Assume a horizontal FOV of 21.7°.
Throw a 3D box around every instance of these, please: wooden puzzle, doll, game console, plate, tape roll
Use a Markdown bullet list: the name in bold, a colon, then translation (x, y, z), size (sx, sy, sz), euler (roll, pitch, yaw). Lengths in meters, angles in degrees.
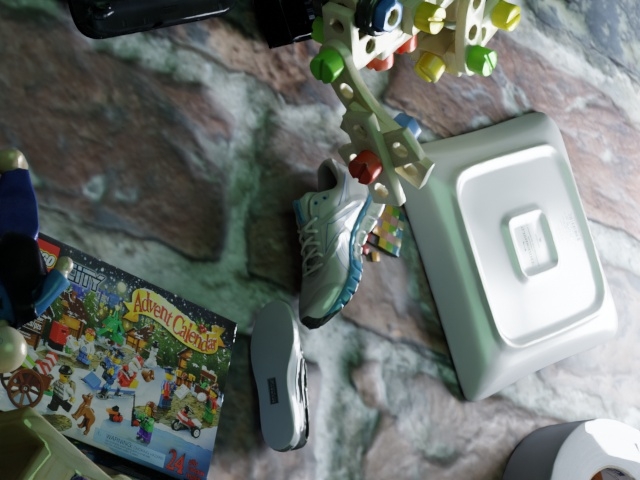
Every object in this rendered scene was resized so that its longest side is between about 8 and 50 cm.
- **wooden puzzle**: translation (0.066, -0.014, 1.721), size (0.049, 0.006, 0.083), euler (29, 60, -33)
- **doll**: translation (-0.264, 0.022, 1.348), size (0.046, 0.129, 0.189), euler (67, 9, -61)
- **game console**: translation (-0.108, -0.283, 1.616), size (0.361, 0.044, 0.213), euler (-19, 91, -45)
- **plate**: translation (0.218, 0.007, 1.828), size (0.278, 0.045, 0.277), euler (-18, 90, -44)
- **tape roll**: translation (0.291, 0.302, 1.792), size (0.219, 0.072, 0.219), euler (13, 70, -40)

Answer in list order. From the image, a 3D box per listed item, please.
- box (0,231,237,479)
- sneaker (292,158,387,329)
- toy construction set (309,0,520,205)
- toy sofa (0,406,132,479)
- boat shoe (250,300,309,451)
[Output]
- **box**: translation (-0.186, 0.106, 1.435), size (0.233, 0.044, 0.159), euler (27, 62, -34)
- **sneaker**: translation (0.000, 0.000, 1.625), size (0.083, 0.071, 0.191), euler (35, 49, -22)
- **toy construction set**: translation (0.084, -0.194, 1.671), size (0.215, 0.151, 0.328), euler (83, 27, -42)
- **toy sofa**: translation (-0.275, 0.315, 1.226), size (0.177, 0.150, 0.363), euler (46, 52, -22)
- **boat shoe**: translation (-0.035, 0.128, 1.569), size (0.040, 0.049, 0.142), euler (17, 67, -58)
